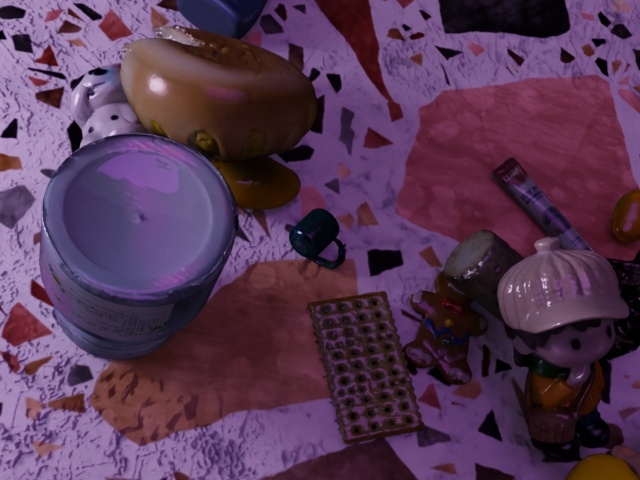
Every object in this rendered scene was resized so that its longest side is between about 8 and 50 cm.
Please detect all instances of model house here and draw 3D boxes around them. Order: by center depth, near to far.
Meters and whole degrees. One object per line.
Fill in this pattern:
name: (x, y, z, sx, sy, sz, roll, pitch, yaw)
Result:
model house: (0.489, 0.112, 1.550, 0.164, 0.203, 0.141, 16, 39, 0)

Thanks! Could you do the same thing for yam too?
yam: (0.305, 0.076, 1.533, 0.194, 0.107, 0.107, 38, 57, -19)

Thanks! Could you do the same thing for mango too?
mango: (-0.105, -0.098, 1.524, 0.161, 0.076, 0.103, 8, 55, -24)
mango: (0.573, -0.043, 1.728, 0.079, 0.057, 0.114, 45, 64, -4)

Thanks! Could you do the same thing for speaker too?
speaker: (-0.002, 0.002, 1.525, 0.075, 0.060, 0.094, -44, 119, -30)

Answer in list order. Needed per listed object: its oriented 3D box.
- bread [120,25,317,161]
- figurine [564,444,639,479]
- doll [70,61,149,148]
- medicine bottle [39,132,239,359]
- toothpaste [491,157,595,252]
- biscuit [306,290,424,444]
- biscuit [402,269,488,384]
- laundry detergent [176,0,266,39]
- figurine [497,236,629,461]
bread: (-0.155, -0.219, 1.462, 0.333, 0.160, 0.333, 14, 23, -6)
figurine: (0.515, 0.389, 1.428, 0.344, 0.187, 0.215, -21, 64, -32)
doll: (-0.332, -0.192, 1.475, 0.110, 0.107, 0.180, -23, 75, 10)
medicine bottle: (-0.257, 0.027, 1.287, 0.245, 0.290, 0.245, 7, 62, -13)
toothpaste: (0.402, -0.048, 1.686, 0.062, 0.039, 0.239, -35, 77, -22)
biscuit: (0.069, 0.193, 1.462, 0.139, 0.016, 0.231, -8, 68, -16)
biscuit: (0.210, 0.126, 1.541, 0.138, 0.031, 0.205, 25, 58, -4)
laundry detergent: (-0.134, -0.490, 1.696, 0.143, 0.094, 0.290, 29, 59, 2)
figurine: (0.358, 0.162, 1.436, 0.185, 0.332, 0.204, -19, 40, -26)
